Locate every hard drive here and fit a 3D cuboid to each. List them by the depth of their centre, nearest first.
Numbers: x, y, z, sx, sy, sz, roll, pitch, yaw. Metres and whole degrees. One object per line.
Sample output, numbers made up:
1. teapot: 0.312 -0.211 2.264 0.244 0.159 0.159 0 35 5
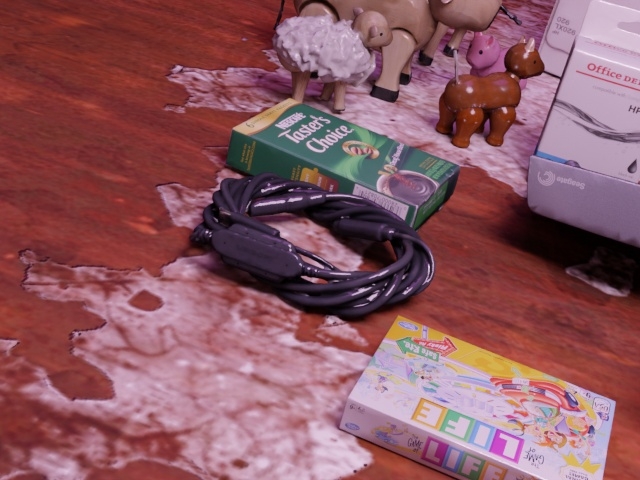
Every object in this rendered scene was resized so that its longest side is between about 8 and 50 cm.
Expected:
1. hard drive: 0.302 -0.016 0.801 0.255 0.054 0.172 18 7 15

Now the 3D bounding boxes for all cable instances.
1. cable: 0.000 0.000 0.727 0.185 0.047 0.150 17 25 11

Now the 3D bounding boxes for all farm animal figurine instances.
1. farm animal figurine: 0.113 -0.259 1.072 0.327 0.172 0.330 10 30 -6

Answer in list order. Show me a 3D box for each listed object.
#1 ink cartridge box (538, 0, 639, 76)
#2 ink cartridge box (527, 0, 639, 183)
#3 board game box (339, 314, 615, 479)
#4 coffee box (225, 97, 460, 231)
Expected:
1. ink cartridge box: 0.430 -0.305 1.283 0.171 0.168 0.233 27 33 21
2. ink cartridge box: 0.280 -0.131 0.915 0.104 0.180 0.060 19 30 10
3. board game box: 0.102 0.109 0.590 0.154 0.026 0.103 21 31 12
4. coffee box: 0.020 -0.068 0.844 0.184 0.040 0.113 25 32 18
